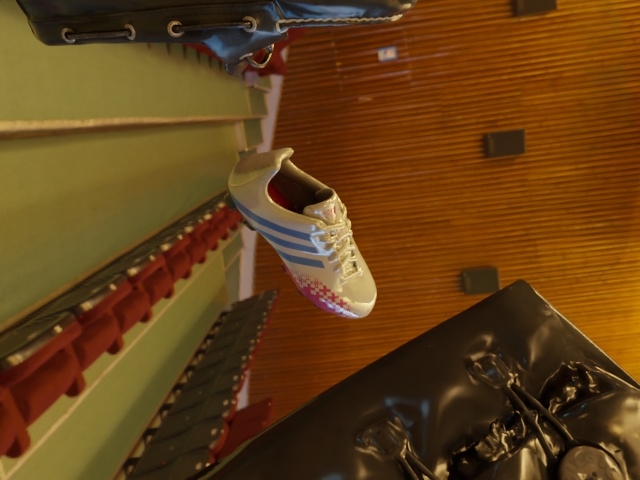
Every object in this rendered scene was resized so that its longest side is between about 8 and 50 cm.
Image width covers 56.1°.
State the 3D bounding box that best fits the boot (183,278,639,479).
[{"bbox_3d":[0.053,0.251,0.276,0.366,0.445,0.146,60,-35,16],"label":"boot"}]

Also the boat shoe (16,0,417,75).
[{"bbox_3d":[-0.087,-0.195,0.503,0.127,0.340,0.113,-98,-169,-50],"label":"boat shoe"}]

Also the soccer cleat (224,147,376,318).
[{"bbox_3d":[0.000,0.000,0.901,0.331,0.143,0.116,46,48,-23],"label":"soccer cleat"}]
